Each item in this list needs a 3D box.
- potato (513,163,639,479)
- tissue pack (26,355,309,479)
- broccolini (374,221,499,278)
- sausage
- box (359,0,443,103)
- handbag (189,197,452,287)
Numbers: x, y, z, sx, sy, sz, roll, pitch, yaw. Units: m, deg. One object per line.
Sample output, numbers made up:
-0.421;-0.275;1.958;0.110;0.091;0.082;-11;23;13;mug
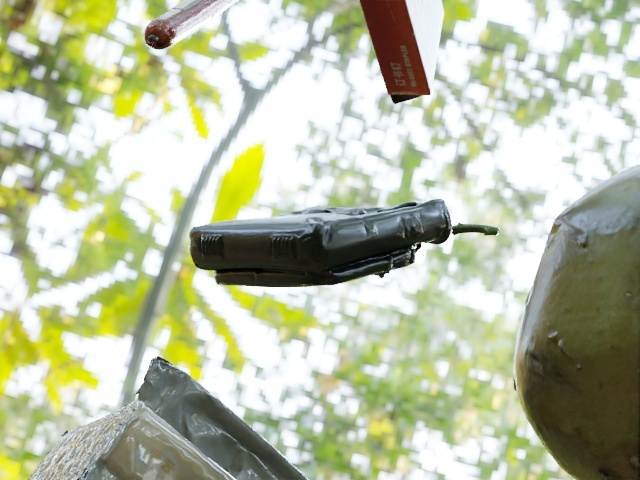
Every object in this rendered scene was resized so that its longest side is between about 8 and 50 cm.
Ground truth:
0.229;0.081;1.476;0.116;0.299;0.239;3;7;12;potato
-0.104;0.277;1.547;0.305;0.238;0.238;43;-32;-11;tissue pack
0.140;0.002;2.222;0.194;0.054;0.052;-16;-49;32;broccolini
-0.119;-0.226;1.659;0.034;0.253;0.034;6;-68;15;sausage
0.073;-0.250;1.637;0.050;0.123;0.229;0;-36;16;box
0.000;0.000;2.110;0.244;0.088;0.275;-14;6;-40;handbag
